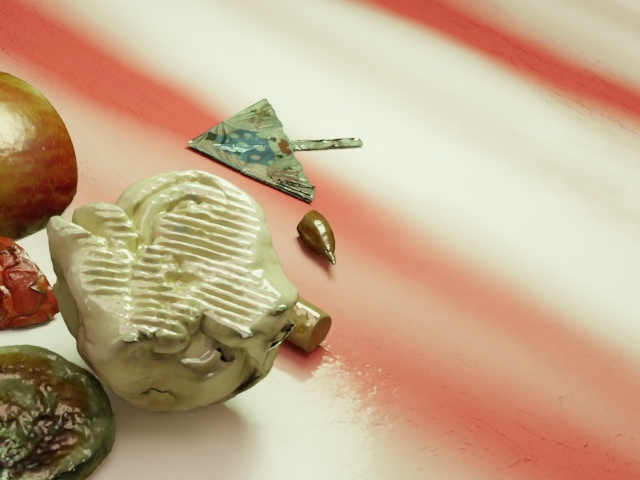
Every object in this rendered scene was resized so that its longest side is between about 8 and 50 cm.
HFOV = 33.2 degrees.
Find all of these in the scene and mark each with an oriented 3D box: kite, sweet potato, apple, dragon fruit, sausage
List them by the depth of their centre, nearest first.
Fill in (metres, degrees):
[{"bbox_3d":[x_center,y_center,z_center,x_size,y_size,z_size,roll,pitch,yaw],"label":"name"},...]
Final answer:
[{"bbox_3d":[-0.419,0.051,1.368,0.162,0.083,0.106,33,42,24],"label":"dragon fruit"},{"bbox_3d":[-0.112,0.052,1.471,0.301,0.065,0.066,31,39,28],"label":"sausage"},{"bbox_3d":[-0.486,-0.123,1.553,0.179,0.254,0.346,-15,14,41],"label":"apple"},{"bbox_3d":[0.000,0.000,1.589,0.049,0.049,0.117,-5,38,-22],"label":"sweet potato"},{"bbox_3d":[-0.071,-0.159,1.826,0.314,0.011,0.335,-2,38,-20],"label":"kite"}]

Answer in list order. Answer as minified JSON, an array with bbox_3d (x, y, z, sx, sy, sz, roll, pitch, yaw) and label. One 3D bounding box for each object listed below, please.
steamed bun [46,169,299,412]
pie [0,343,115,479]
[{"bbox_3d":[-0.181,0.073,1.292,0.268,0.207,0.280,-17,63,-29],"label":"steamed bun"},{"bbox_3d":[-0.345,0.205,1.194,0.241,0.054,0.240,7,37,-5],"label":"pie"}]
